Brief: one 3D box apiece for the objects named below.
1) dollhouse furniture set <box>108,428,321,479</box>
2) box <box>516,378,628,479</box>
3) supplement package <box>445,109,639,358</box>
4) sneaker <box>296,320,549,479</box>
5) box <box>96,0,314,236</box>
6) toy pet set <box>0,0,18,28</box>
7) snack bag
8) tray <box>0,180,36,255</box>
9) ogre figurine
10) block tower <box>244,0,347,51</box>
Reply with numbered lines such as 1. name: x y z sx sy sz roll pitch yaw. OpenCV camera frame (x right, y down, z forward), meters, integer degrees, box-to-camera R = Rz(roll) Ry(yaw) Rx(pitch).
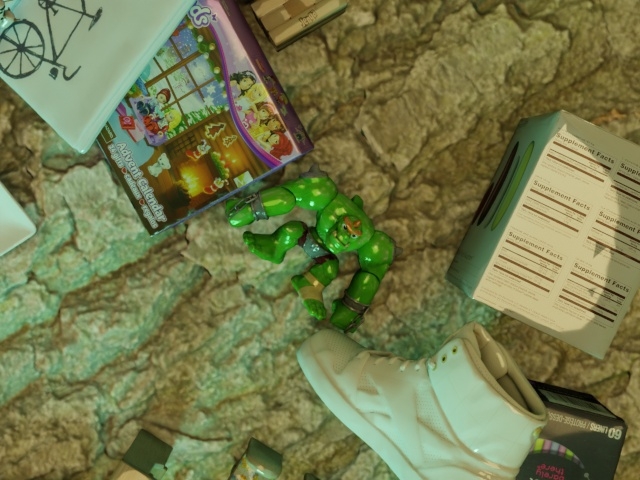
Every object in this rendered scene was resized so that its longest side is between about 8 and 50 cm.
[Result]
1. dollhouse furniture set: -0.126 0.322 1.160 0.242 0.161 0.212 32 92 -2
2. box: 0.203 0.289 1.171 0.165 0.143 0.270 14 94 -1
3. supplement package: 0.248 -0.011 1.129 0.149 0.194 0.203 25 92 -3
4. sneaker: 0.106 0.137 1.092 0.292 0.108 0.169 41 111 38
5. box: -0.164 -0.177 1.154 0.201 0.057 0.293 -28 93 19
6. toy pet set: -0.339 -0.281 1.098 0.065 0.114 0.122 -27 78 -34
7. snack bag: -0.276 -0.302 1.114 0.342 0.037 0.323 44 107 10
8. tray: -0.463 0.003 1.188 0.270 0.030 0.145 -33 113 1
9. ogre figurine: 0.000 0.000 1.178 0.118 0.097 0.197 -43 85 12
10. block tower: -0.098 -0.367 1.157 0.097 0.091 0.335 -30 93 0
